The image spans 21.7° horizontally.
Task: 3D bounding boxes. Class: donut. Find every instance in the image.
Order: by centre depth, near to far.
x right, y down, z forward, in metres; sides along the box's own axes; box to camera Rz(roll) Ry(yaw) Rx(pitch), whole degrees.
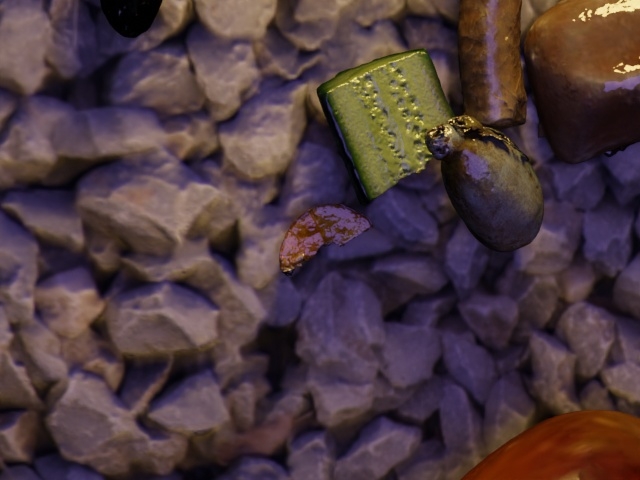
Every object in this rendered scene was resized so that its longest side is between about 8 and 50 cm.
[{"bbox_3d":[0.000,0.000,1.542,0.067,0.038,0.083,28,97,-11],"label":"donut"}]

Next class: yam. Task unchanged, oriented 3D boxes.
[{"bbox_3d":[0.152,-0.248,1.523,0.066,0.066,0.300,-4,95,-6],"label":"yam"}]

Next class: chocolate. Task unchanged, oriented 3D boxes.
[{"bbox_3d":[0.321,-0.169,1.539,0.261,0.083,0.161,-19,96,-4],"label":"chocolate"}]

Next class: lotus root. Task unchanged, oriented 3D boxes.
[{"bbox_3d":[0.153,-0.053,1.514,0.088,0.088,0.165,-37,126,-2],"label":"lotus root"}]

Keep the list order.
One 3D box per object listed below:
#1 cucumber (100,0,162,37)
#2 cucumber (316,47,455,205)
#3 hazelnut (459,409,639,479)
[{"bbox_3d":[-0.145,-0.330,1.474,0.081,0.072,0.303,17,94,-8],"label":"cucumber"},{"bbox_3d":[0.058,-0.106,1.525,0.116,0.062,0.115,-26,100,-21],"label":"cucumber"},{"bbox_3d":[0.248,0.328,1.477,0.372,0.315,0.372,8,71,-24],"label":"hazelnut"}]
